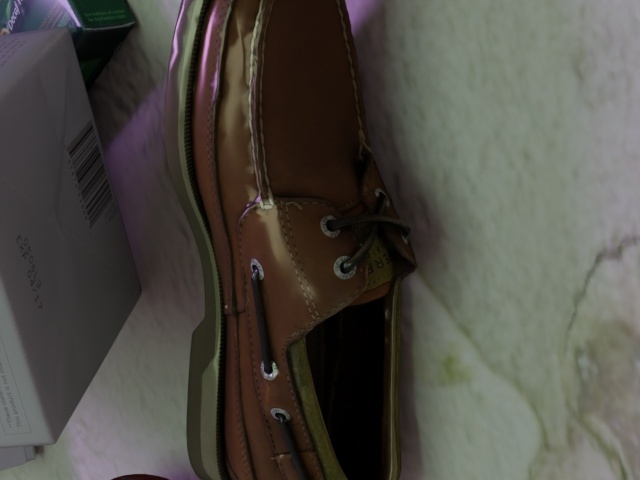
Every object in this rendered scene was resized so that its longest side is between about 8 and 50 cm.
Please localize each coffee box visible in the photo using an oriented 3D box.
[{"bbox_3d":[-0.187,-0.165,1.080,0.113,0.040,0.184,-46,67,44],"label":"coffee box"}]

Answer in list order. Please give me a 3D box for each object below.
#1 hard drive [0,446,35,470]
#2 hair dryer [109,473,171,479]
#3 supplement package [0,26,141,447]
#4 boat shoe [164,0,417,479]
[{"bbox_3d":[-0.304,-0.020,1.244,0.233,0.047,0.353,-5,97,48],"label":"hard drive"},{"bbox_3d":[-0.069,0.238,1.060,0.223,0.080,0.293,48,139,6],"label":"hair dryer"},{"bbox_3d":[-0.276,0.007,1.004,0.293,0.175,0.177,-6,115,14],"label":"supplement package"},{"bbox_3d":[0.000,0.000,0.883,0.104,0.111,0.307,21,125,39],"label":"boat shoe"}]
